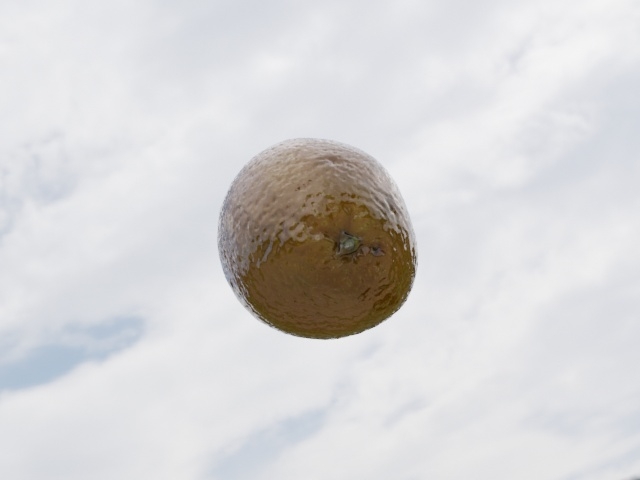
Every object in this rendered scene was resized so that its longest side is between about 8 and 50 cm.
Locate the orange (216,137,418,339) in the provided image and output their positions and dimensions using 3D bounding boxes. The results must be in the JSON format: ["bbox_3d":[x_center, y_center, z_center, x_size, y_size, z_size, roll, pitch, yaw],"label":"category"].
[{"bbox_3d":[0.000,0.000,0.455,0.085,0.085,0.085,-15,-26,-8],"label":"orange"}]
